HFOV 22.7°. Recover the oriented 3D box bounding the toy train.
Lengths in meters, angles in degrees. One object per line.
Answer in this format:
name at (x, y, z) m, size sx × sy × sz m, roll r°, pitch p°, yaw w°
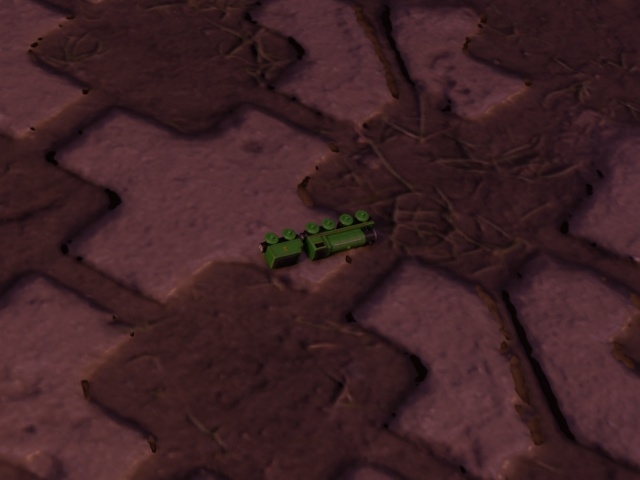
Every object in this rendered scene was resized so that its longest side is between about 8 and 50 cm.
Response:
toy train at (0.000, 0.000, 1.026) m, size 0.083 × 0.017 × 0.024 m, roll -14°, pitch 56°, yaw -25°
